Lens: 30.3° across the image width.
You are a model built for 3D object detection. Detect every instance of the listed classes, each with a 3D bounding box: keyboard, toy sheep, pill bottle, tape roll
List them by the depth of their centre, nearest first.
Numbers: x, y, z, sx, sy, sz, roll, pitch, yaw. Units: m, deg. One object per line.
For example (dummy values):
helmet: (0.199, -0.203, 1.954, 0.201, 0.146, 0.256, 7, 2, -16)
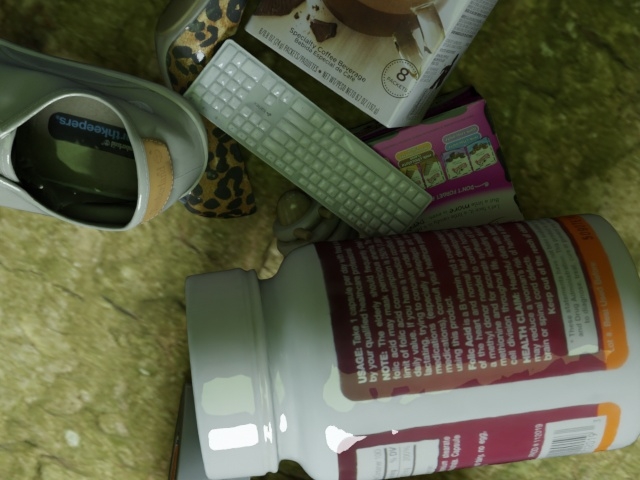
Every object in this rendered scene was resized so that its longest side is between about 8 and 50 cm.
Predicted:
pill bottle: (0.081, 0.104, 1.088, 0.392, 0.224, 0.224, -6, 111, -4)
keyboard: (-0.009, -0.087, 1.121, 0.256, 0.014, 0.072, 36, 105, -19)
toy sheep: (0.000, 0.000, 1.201, 0.091, 0.091, 0.132, -31, 116, 9)
tape roll: (-0.120, 0.260, 1.223, 0.072, 0.219, 0.219, 9, 110, -8)

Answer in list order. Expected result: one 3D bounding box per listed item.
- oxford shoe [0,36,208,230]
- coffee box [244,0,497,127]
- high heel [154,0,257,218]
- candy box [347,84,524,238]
oxford shoe: (-0.327, -0.105, 1.056, 0.450, 0.130, 0.169, 11, 118, 4)
coffee box: (0.088, -0.270, 1.055, 0.168, 0.119, 0.297, 35, 106, 12)
high heel: (-0.082, -0.150, 1.149, 0.186, 0.093, 0.261, 32, 104, -25)
candy box: (0.122, -0.021, 1.207, 0.159, 0.071, 0.233, -20, 110, 4)
